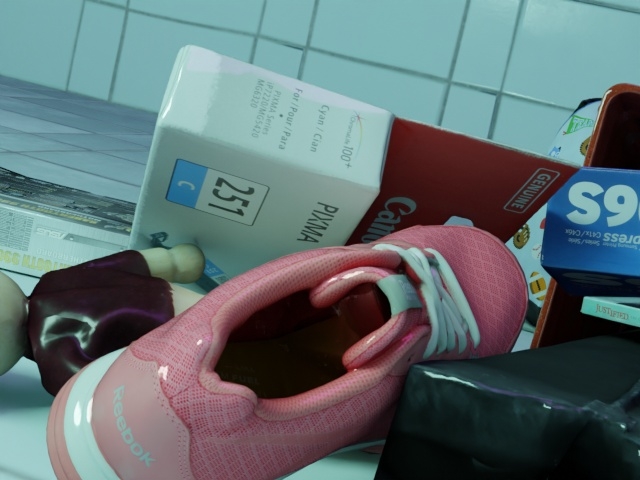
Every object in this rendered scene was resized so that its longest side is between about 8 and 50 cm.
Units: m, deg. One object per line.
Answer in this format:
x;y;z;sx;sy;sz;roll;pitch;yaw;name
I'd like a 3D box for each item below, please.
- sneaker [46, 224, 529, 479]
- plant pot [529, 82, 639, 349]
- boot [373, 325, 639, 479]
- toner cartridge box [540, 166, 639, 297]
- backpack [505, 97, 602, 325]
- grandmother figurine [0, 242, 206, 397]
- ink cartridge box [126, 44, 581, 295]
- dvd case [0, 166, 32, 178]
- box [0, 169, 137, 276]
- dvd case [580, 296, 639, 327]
0.026;0.052;0.572;0.313;0.116;0.136;-21;-13;-42;sneaker
0.352;0.045;1.000;0.267;0.267;0.236;16;-3;19;plant pot
0.277;0.126;0.626;0.367;0.146;0.445;6;0;28;boot
0.337;0.013;0.786;0.347;0.075;0.165;6;-6;21;toner cartridge box
0.341;-0.016;1.264;0.276;0.263;0.213;8;10;-35;backpack
-0.098;0.063;0.689;0.342;0.104;0.208;8;14;-14;grandmother figurine
0.000;0.000;0.811;0.261;0.066;0.296;16;-26;-8;ink cartridge box
-0.421;-0.070;1.302;0.164;0.018;0.221;19;11;39;dvd case
-0.233;-0.008;1.056;0.231;0.056;0.183;13;9;2;box
0.234;0.047;0.708;0.119;0.013;0.087;4;5;-33;dvd case
